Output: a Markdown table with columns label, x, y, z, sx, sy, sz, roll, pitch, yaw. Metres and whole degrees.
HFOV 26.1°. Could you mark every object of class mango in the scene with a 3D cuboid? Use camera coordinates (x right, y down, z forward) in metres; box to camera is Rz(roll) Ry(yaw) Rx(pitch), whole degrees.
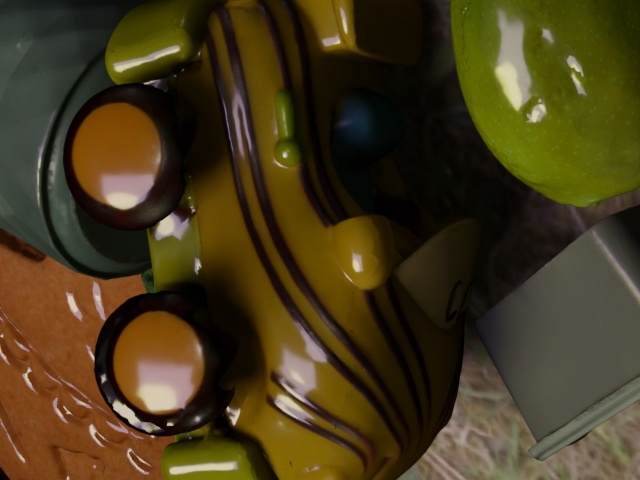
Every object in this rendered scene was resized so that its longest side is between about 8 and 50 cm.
| label | x | y | z | sx | sy | sz | roll | pitch | yaw |
| --- | --- | --- | --- | --- | --- | --- | --- | --- | --- |
| mango | 0.091 | -0.092 | 0.539 | 0.074 | 0.091 | 0.165 | -3 | 113 | 55 |

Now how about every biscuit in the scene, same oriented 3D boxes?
| label | x | y | z | sx | sy | sz | roll | pitch | yaw |
| --- | --- | --- | --- | --- | --- | --- | --- | --- | --- |
| biscuit | -0.159 | 0.091 | 0.912 | 0.284 | 0.043 | 0.306 | 54 | 138 | 3 |

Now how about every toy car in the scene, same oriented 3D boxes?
| label | x | y | z | sx | sy | sz | roll | pitch | yaw |
| --- | --- | --- | --- | --- | --- | --- | --- | --- | --- |
| toy car | 0.000 | 0.000 | 0.609 | 0.142 | 0.200 | 0.247 | -11 | 89 | 22 |

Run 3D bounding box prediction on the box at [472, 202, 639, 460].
| label | x | y | z | sx | sy | sz | roll | pitch | yaw |
| --- | --- | --- | --- | --- | --- | --- | --- | --- | --- |
| box | 0.127 | 0.034 | 0.589 | 0.069 | 0.084 | 0.122 | 57 | 137 | 12 |

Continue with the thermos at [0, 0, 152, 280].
| label | x | y | z | sx | sy | sz | roll | pitch | yaw |
| --- | --- | --- | --- | --- | --- | --- | --- | --- | --- |
| thermos | -0.181 | -0.109 | 0.750 | 0.286 | 0.145 | 0.182 | 27 | 102 | 31 |

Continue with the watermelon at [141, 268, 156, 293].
| label | x | y | z | sx | sy | sz | roll | pitch | yaw |
| --- | --- | --- | --- | --- | --- | --- | --- | --- | --- |
| watermelon | -0.048 | 0.017 | 0.767 | 0.092 | 0.072 | 0.084 | -33 | 76 | 10 |
